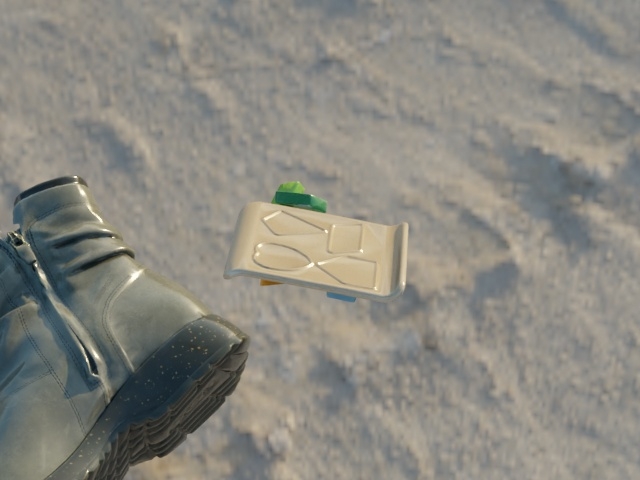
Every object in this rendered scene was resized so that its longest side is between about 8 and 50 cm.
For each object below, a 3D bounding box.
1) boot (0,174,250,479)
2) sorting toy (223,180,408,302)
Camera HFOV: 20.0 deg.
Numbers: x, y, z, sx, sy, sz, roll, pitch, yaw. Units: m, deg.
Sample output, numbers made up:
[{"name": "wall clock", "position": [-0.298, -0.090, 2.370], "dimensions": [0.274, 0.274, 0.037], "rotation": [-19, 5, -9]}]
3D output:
[{"name": "boot", "position": [-0.169, 0.081, 0.952], "dimensions": [0.161, 0.083, 0.246], "rotation": [38, 58, 18]}, {"name": "sorting toy", "position": [0.000, 0.000, 0.648], "dimensions": [0.062, 0.012, 0.083], "rotation": [7, 25, 1]}]
